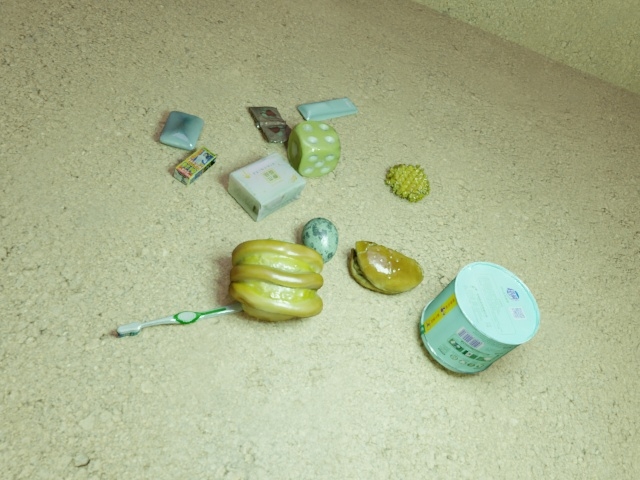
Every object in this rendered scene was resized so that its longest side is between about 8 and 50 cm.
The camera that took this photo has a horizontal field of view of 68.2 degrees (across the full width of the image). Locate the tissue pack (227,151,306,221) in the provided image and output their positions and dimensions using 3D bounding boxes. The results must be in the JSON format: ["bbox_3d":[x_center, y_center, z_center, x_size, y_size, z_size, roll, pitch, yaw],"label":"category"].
[{"bbox_3d":[-0.203,-0.206,1.771,0.225,0.124,0.185,-33,73,-34],"label":"tissue pack"}]

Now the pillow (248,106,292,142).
[{"bbox_3d":[-0.208,-0.497,2.031,0.135,0.049,0.248,-14,57,-28],"label":"pillow"}]

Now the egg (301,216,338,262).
[{"bbox_3d":[0.000,0.000,1.687,0.132,0.132,0.172,-1,67,-20],"label":"egg"}]

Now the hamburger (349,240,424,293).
[{"bbox_3d":[0.235,0.110,1.680,0.283,0.144,0.156,21,52,-6],"label":"hamburger"}]

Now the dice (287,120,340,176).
[{"bbox_3d":[-0.028,-0.370,1.922,0.169,0.169,0.166,-6,58,-22],"label":"dice"}]

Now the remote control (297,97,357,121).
[{"bbox_3d":[0.037,-0.616,2.201,0.293,0.051,0.103,-18,62,-30],"label":"remote control"}]

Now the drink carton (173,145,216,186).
[{"bbox_3d":[-0.469,-0.280,1.777,0.071,0.056,0.165,38,52,0],"label":"drink carton"}]

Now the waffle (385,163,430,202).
[{"bbox_3d":[0.376,-0.248,2.041,0.197,0.070,0.193,-13,61,-24],"label":"waffle"}]

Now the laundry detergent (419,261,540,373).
[{"bbox_3d":[0.497,0.268,1.551,0.287,0.305,0.287,10,53,-13],"label":"laundry detergent"}]

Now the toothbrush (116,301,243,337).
[{"bbox_3d":[-0.395,0.231,1.437,0.418,0.040,0.042,-10,55,-26],"label":"toothbrush"}]

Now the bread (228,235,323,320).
[{"bbox_3d":[-0.131,0.120,1.494,0.316,0.211,0.270,13,52,-15],"label":"bread"}]

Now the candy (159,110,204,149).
[{"bbox_3d":[-0.542,-0.433,1.851,0.138,0.071,0.174,14,52,-10],"label":"candy"}]
